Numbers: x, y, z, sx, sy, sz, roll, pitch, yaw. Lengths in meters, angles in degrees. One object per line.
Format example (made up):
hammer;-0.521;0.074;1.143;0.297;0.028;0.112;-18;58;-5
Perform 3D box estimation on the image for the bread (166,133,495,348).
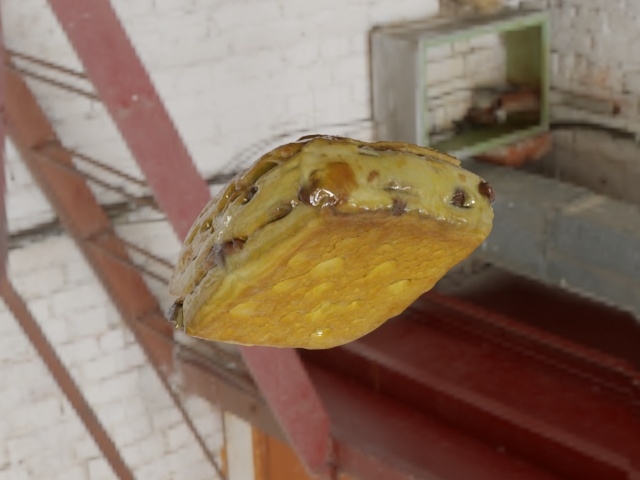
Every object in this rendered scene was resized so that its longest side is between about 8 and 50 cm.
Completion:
bread;0.000;0.000;1.038;0.210;0.235;0.099;7;-126;-40
